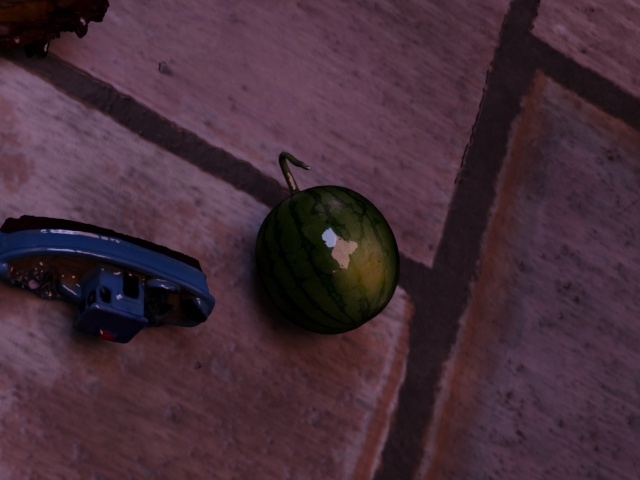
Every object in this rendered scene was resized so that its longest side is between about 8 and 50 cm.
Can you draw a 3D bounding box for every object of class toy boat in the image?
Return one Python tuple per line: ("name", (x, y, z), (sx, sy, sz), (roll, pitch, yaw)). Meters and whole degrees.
("toy boat", (-0.207, 0.045, 1.757), (0.223, 0.100, 0.097), (16, 55, -26))

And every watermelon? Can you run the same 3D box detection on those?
("watermelon", (0.000, 0.000, 1.873), (0.141, 0.141, 0.187), (-14, 79, -34))

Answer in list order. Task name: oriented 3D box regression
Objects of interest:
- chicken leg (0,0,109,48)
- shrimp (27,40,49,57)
("chicken leg", (-0.384, -0.266, 1.709), (0.407, 0.096, 0.158), (21, 94, -20))
("shrimp", (-0.289, -0.311, 1.834), (0.066, 0.117, 0.262), (-12, 109, -62))
